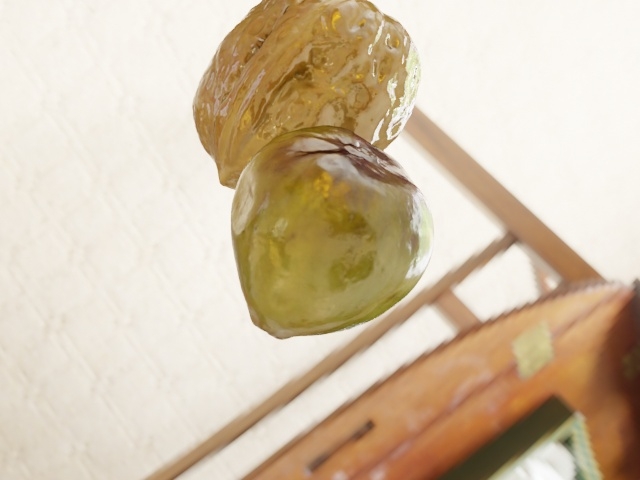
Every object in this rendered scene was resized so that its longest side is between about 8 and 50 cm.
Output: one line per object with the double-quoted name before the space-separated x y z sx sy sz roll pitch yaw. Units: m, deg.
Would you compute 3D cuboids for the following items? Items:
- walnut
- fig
"walnut" -0.015 -0.109 1.266 0.184 0.155 0.155 -52 141 -10
"fig" 0.005 -0.009 1.104 0.153 0.136 0.121 -38 158 -38
